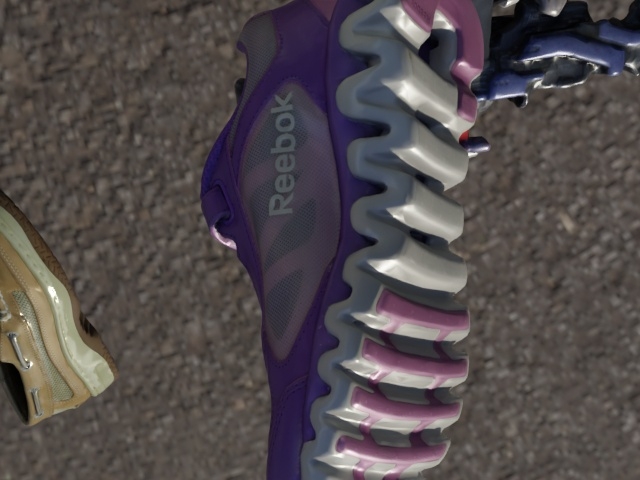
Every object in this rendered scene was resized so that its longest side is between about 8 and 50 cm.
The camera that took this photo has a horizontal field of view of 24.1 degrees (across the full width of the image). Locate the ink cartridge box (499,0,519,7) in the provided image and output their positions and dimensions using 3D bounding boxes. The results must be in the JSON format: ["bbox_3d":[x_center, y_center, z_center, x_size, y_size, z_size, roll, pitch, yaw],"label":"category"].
[{"bbox_3d":[0.208,-0.365,1.463,0.232,0.171,0.168,-28,144,-39],"label":"ink cartridge box"}]

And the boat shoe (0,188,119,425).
[{"bbox_3d":[-0.165,0.037,0.771,0.072,0.068,0.190,-39,139,-15],"label":"boat shoe"}]

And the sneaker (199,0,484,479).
[{"bbox_3d":[0.000,0.000,0.601,0.104,0.236,0.095,-2,163,29],"label":"sneaker"}]

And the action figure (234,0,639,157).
[{"bbox_3d":[0.077,-0.179,1.010,0.341,0.178,0.330,-3,103,-27],"label":"action figure"}]
